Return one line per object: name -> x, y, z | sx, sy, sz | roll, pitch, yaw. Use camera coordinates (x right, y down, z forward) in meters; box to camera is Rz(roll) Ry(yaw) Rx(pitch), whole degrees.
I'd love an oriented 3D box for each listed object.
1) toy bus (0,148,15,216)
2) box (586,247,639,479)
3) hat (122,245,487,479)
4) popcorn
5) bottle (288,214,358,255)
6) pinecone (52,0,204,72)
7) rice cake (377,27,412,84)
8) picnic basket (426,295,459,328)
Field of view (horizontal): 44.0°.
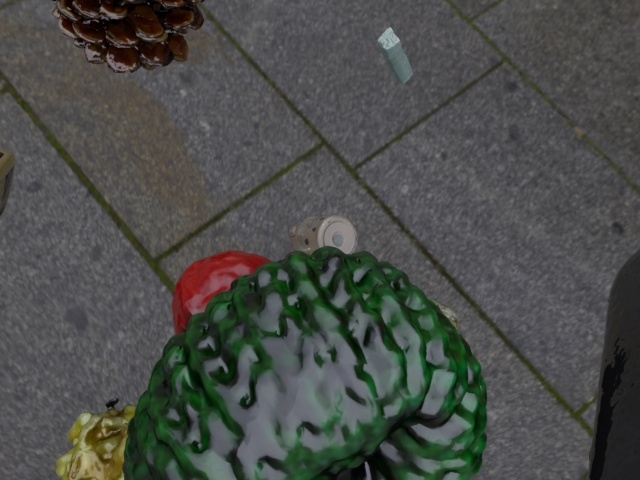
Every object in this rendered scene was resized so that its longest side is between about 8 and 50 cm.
toy bus -> -0.591, -0.099, 1.111 | 0.289, 0.140, 0.157 | 18, 31, -10
box -> 0.358, 0.088, 0.666 | 0.091, 0.350, 0.359 | 29, 50, -5
hat -> -0.043, 0.097, 0.649 | 0.274, 0.242, 0.332 | -27, 37, -5
popcorn -> -0.278, 0.325, 1.164 | 0.218, 0.189, 0.170 | -22, 59, 22
bottle -> 0.000, -0.001, 1.533 | 0.098, 0.152, 0.099 | 1, 88, -29
pinecone -> -0.252, -0.341, 1.055 | 0.221, 0.221, 0.222 | 3, 67, -8
rice cake -> 0.122, -0.295, 1.282 | 0.033, 0.171, 0.029 | -44, 73, 5
picnic basket -> 0.118, 0.188, 1.180 | 0.134, 0.154, 0.196 | 28, 40, -2
